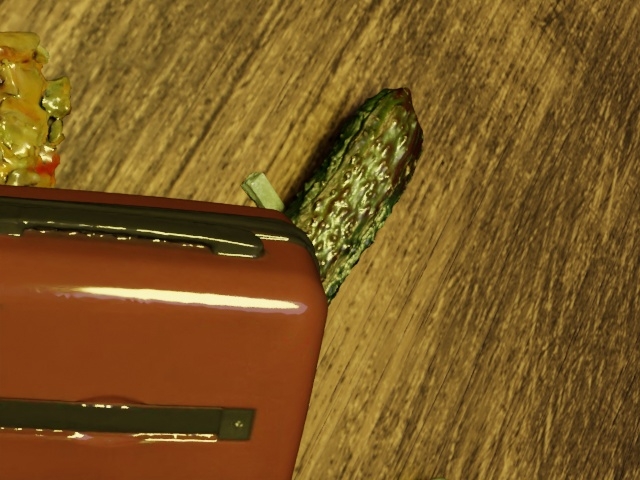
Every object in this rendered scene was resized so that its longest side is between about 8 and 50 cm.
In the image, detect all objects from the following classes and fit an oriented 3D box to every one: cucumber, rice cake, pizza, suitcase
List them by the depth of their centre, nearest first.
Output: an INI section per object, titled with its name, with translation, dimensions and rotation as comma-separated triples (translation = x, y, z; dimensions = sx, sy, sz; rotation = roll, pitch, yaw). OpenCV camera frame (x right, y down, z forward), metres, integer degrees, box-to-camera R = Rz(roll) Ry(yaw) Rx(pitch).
[suitcase]
translation = -0.153, 0.083, 0.727
dimensions = 0.297, 0.161, 0.236
rotation = 5, 113, -16
[pizza]
translation = -0.257, -0.052, 0.779
dimensions = 0.147, 0.069, 0.226
rotation = 1, 91, -42
[cucumber]
translation = 0.000, 0.000, 0.948
dimensions = 0.096, 0.096, 0.359
rotation = 46, 71, -31
[rice cake]
translation = -0.037, -0.014, 0.990
dimensions = 0.022, 0.021, 0.121
rotation = -43, 115, -25

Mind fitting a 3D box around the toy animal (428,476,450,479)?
[toy animal]
translation = 0.165, 0.343, 1.150
dimensions = 0.079, 0.070, 0.253
rotation = -27, 126, 1
